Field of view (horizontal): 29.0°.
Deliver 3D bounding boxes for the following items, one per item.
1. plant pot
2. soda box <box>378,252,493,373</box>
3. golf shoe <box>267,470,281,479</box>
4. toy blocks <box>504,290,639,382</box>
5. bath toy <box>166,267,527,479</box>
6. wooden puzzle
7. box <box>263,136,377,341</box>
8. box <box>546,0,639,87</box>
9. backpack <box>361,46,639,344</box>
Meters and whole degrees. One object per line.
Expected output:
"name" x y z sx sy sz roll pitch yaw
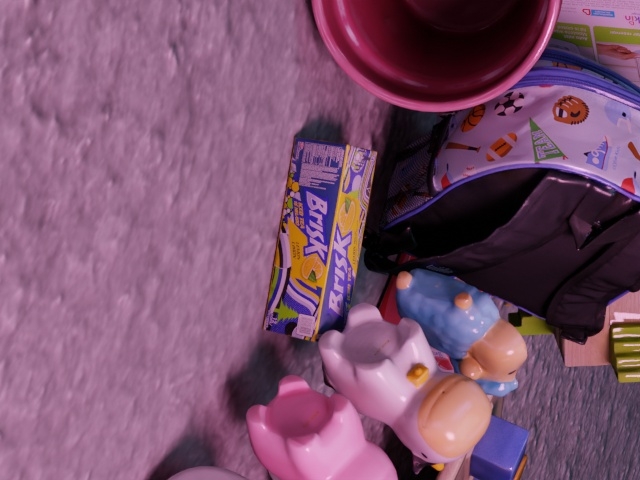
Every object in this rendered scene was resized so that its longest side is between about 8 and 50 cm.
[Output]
"plant pot" 0.110 -0.224 1.058 0.180 0.201 0.201 -51 144 -66
"soda box" 0.144 0.009 1.294 0.263 0.083 0.092 -66 151 -23
"golf shoe" 0.001 0.265 1.116 0.069 0.086 0.176 -31 120 -39
"toy blocks" 0.307 -0.033 1.419 0.381 0.190 0.261 -79 165 -72
"bath toy" 0.019 0.174 0.998 0.348 0.151 0.129 -37 134 -28
"wooden puzzle" 0.154 0.297 1.327 0.322 0.080 0.348 77 34 -65
"box" 0.000 0.000 1.061 0.059 0.054 0.169 5 96 -61
"box" 0.262 -0.209 1.248 0.127 0.261 0.231 -64 147 -26
"backpack" 0.212 -0.046 1.123 0.276 0.263 0.213 19 72 -20
